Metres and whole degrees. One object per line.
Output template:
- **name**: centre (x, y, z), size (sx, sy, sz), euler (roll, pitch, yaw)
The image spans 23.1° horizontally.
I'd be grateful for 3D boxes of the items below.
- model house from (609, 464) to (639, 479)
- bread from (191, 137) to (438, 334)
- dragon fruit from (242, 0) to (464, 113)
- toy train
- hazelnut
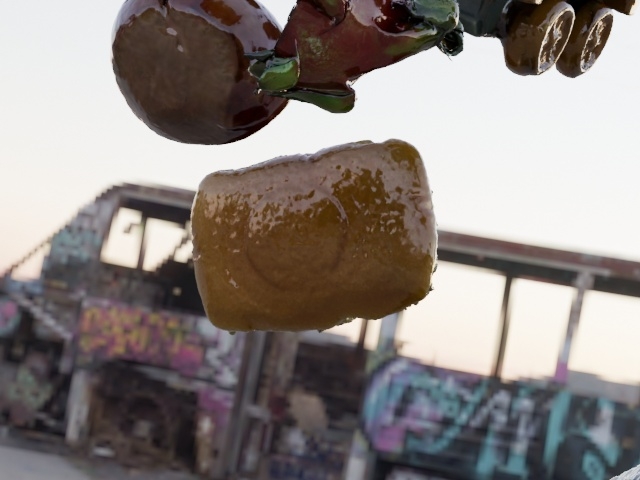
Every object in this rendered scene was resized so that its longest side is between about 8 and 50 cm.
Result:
- **model house**: centre (0.243, 0.366, 1.428), size (0.382, 0.334, 0.342), euler (-32, 43, -29)
- **bread**: centre (0.000, 0.000, 1.478), size (0.245, 0.174, 0.121), euler (-8, -3, 23)
- **dragon fruit**: centre (0.026, -0.158, 1.087), size (0.175, 0.142, 0.138), euler (3, -9, -14)
- **toy train**: centre (0.202, -0.282, 1.453), size (0.163, 0.231, 0.369), euler (27, 17, 22)
- **hazelnut**: centre (-0.091, -0.147, 1.251), size (0.154, 0.143, 0.143), euler (24, -4, 11)
